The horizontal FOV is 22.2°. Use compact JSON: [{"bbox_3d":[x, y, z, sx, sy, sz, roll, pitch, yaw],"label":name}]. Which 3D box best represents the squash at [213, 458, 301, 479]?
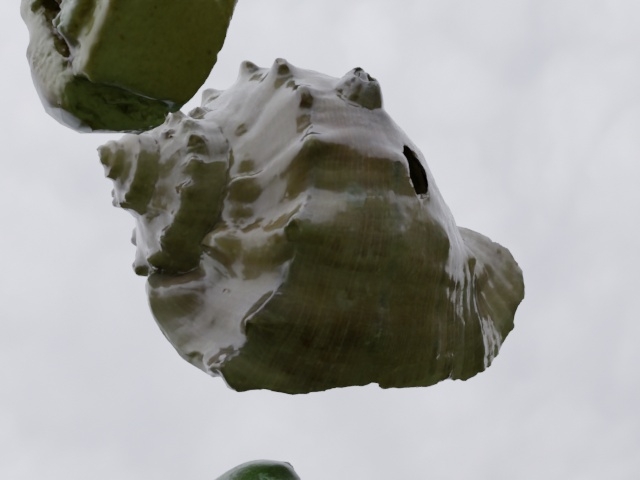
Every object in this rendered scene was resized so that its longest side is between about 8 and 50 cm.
[{"bbox_3d":[-0.081,0.223,1.039,0.219,0.077,0.068,-54,-1,-35],"label":"squash"}]

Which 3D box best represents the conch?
[{"bbox_3d":[0.000,-0.007,1.151,0.324,0.263,0.186,7,-41,-7],"label":"conch"}]

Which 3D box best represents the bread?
[{"bbox_3d":[-0.123,-0.112,0.971,0.103,0.156,0.110,21,-102,-28],"label":"bread"}]
